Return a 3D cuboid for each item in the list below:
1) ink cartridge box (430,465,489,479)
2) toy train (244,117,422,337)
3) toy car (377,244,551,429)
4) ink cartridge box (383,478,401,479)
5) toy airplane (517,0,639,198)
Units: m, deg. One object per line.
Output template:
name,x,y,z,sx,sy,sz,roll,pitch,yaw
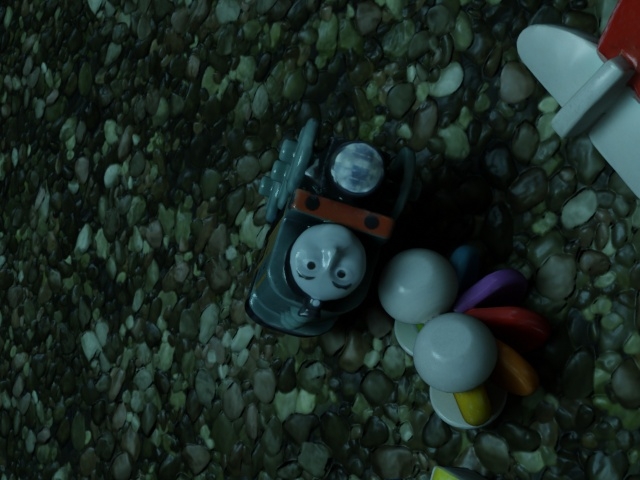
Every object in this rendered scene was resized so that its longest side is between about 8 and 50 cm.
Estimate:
ink cartridge box,0.170,0.393,0.884,0.307,0.072,0.303,18,94,61
toy train,0.000,0.000,1.043,0.334,0.142,0.190,141,145,-78
toy car,0.144,0.080,0.974,0.136,0.159,0.182,-27,59,0
ink cartridge box,0.076,0.299,1.070,0.048,0.028,0.083,-44,55,33
toy airplane,0.327,-0.210,0.770,0.384,0.272,0.386,22,136,56
